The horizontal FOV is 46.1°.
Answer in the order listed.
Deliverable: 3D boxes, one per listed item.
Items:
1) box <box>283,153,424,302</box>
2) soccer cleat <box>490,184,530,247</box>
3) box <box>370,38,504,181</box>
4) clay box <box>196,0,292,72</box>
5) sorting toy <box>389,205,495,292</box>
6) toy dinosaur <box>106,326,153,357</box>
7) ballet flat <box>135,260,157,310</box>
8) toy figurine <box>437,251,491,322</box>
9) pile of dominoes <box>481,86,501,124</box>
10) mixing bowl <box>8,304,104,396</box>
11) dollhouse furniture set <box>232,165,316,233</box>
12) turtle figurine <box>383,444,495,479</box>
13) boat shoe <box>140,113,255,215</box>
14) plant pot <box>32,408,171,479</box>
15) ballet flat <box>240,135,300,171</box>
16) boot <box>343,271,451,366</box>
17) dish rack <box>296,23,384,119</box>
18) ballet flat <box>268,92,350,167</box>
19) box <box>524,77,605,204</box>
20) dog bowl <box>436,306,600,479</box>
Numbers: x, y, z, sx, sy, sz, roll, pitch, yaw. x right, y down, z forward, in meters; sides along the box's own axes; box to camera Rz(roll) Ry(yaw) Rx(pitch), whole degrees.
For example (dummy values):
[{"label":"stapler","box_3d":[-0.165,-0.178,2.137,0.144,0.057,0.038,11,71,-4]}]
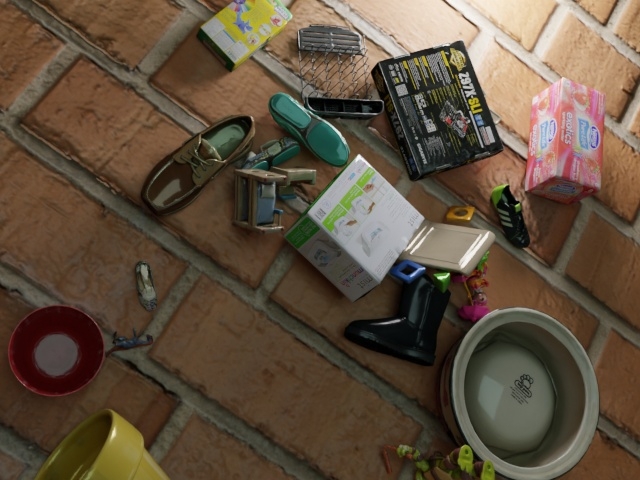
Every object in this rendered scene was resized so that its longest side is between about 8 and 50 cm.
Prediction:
[{"label":"box","box_3d":[0.086,-0.033,1.771,0.231,0.127,0.262,43,49,-6]},{"label":"soccer cleat","box_3d":[0.511,-0.064,1.997,0.060,0.072,0.179,-24,85,-23]},{"label":"box","box_3d":[0.305,-0.343,1.976,0.257,0.079,0.322,-19,85,-17]},{"label":"clay box","box_3d":[-0.186,-0.537,1.885,0.127,0.053,0.222,46,65,-3]},{"label":"sorting toy","box_3d":[0.308,0.023,1.851,0.347,0.196,0.047,-44,137,-41]},{"label":"toy dinosaur","box_3d":[-0.406,0.219,1.624,0.082,0.047,0.090,24,102,-21]},{"label":"ballet flat","box_3d":[-0.384,0.098,1.653,0.041,0.041,0.114,-11,80,-22]},{"label":"toy figurine","box_3d":[0.384,0.123,1.900,0.173,0.130,0.159,-24,102,-49]},{"label":"pile of dominoes","box_3d":[0.346,-0.341,2.045,0.251,0.040,0.196,-35,90,-16]},{"label":"mixing bowl","box_3d":[-0.536,0.229,1.530,0.181,0.098,0.182,5,73,-19]},{"label":"dollhouse furniture set","box_3d":[-0.092,-0.097,1.747,0.183,0.129,0.129,-7,107,-37]},{"label":"turtle figurine","box_3d":[0.289,0.531,1.705,0.269,0.217,0.087,48,48,-9]},{"label":"boat shoe","box_3d":[-0.275,-0.191,1.724,0.122,0.120,0.324,45,66,-3]},{"label":"plant pot","box_3d":[-0.396,0.494,1.445,0.239,0.254,0.254,45,65,-21]},{"label":"ballet flat","box_3d":[-0.138,-0.196,1.815,0.188,0.070,0.070,-31,88,-26]},{"label":"boot","box_3d":[0.188,0.171,1.808,0.246,0.094,0.207,20,70,-15]},{"label":"dish rack","box_3d":[0.042,-0.437,1.929,0.208,0.074,0.272,0,76,-21]},{"label":"ballet flat","box_3d":[-0.025,-0.268,1.848,0.247,0.087,0.083,41,85,2]},{"label":"box","box_3d":[0.676,-0.270,2.074,0.154,0.142,0.300,16,71,-16]},{"label":"dog bowl","box_3d":[0.461,0.374,1.823,0.407,0.150,0.408,5,74,-18]}]
